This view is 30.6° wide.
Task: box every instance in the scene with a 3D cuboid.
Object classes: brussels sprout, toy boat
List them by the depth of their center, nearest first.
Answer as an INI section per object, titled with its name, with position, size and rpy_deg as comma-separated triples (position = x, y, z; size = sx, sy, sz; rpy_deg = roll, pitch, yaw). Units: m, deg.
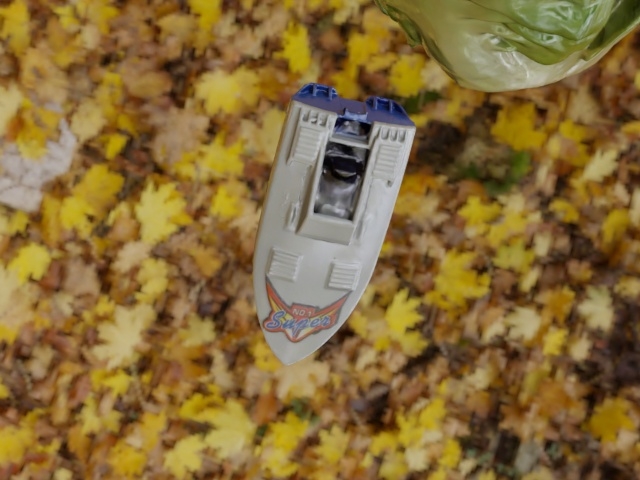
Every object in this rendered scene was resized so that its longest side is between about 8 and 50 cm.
[brussels sprout]
position = 0.150, -0.237, 0.785
size = 0.259, 0.227, 0.294
rpy_deg = -23, 137, -26
[toy boat]
position = 0.000, 0.000, 1.171
size = 0.088, 0.129, 0.295
rpy_deg = -97, -159, -64
